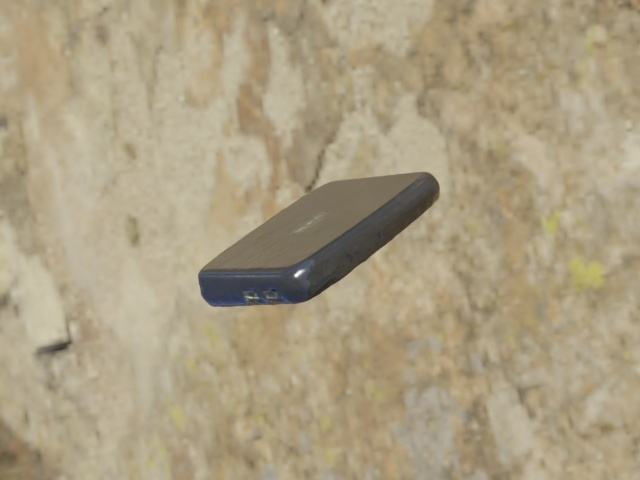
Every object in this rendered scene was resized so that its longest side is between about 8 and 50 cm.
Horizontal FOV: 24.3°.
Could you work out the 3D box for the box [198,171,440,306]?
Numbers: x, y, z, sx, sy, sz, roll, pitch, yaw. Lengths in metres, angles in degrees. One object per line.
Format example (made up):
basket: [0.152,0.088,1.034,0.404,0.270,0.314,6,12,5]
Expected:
box: [0.000,0.000,0.897,0.125,0.126,0.027,-3,119,57]
